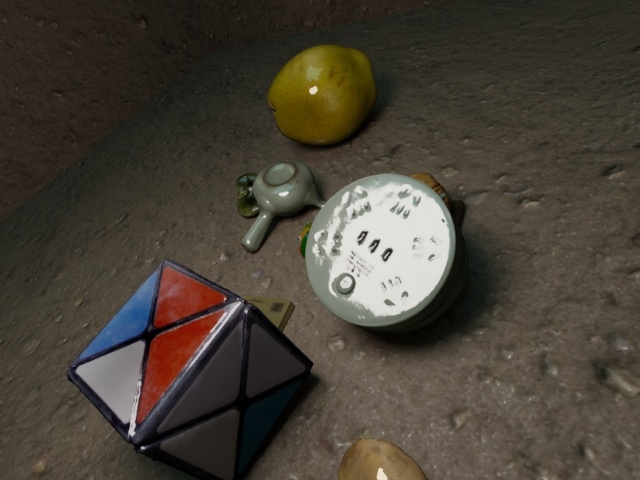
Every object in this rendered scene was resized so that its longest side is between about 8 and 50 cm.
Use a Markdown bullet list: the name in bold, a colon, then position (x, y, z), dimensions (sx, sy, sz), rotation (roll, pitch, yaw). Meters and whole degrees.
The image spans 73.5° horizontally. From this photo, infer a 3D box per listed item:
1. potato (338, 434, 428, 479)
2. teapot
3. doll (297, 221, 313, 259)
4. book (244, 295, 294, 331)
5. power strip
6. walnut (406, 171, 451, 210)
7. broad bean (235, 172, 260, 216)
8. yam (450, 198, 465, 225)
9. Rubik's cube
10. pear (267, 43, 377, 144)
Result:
- **potato**: position (0.112, 0.420, 0.670), dimensions (0.234, 0.128, 0.161), rotation (21, 79, 57)
- **teapot**: position (-0.156, -0.129, 1.400), dimensions (0.318, 0.149, 0.220), rotation (-32, 46, -8)
- **doll**: position (-0.002, 0.008, 1.192), dimensions (0.186, 0.106, 0.135), rotation (24, 100, 60)
- **book**: position (-0.179, 0.244, 1.099), dimensions (0.161, 0.026, 0.231), rotation (3, 47, 31)
- **power strip**: position (0.150, 0.023, 0.953), dimensions (0.357, 0.161, 0.358), rotation (-9, 69, 25)
- **walnut**: position (0.241, -0.085, 1.132), dimensions (0.197, 0.165, 0.165), rotation (-29, 39, -8)
- **broad bean**: position (-0.238, -0.162, 1.554), dimensions (0.153, 0.072, 0.207), rotation (-28, 51, 1)
- **yam**: position (0.321, 0.013, 1.073), dimensions (0.045, 0.045, 0.327), rotation (21, 52, 6)
- **Rubik's cube**: position (-0.242, 0.261, 0.869), dimensions (0.306, 0.310, 0.305), rotation (16, 60, 38)
- **pear**: position (0.011, -0.539, 1.612), dimensions (0.418, 0.363, 0.362), rotation (-27, 39, -9)
